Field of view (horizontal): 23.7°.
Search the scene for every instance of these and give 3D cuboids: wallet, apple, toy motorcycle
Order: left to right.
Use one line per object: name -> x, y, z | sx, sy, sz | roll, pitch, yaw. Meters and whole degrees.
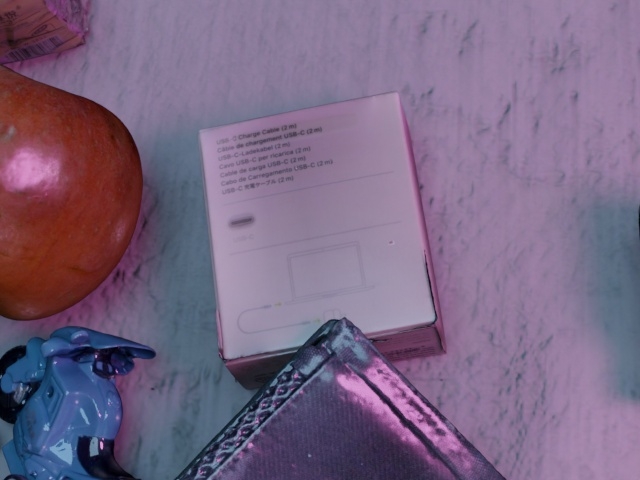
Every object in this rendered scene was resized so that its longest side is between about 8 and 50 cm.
apple -> -0.299, -0.045, 1.462 | 0.253, 0.253, 0.253 | -4, 68, 10
toy motorcycle -> -0.215, 0.189, 1.430 | 0.182, 0.123, 0.272 | -37, 62, 20
wallet -> -0.021, 0.265, 1.342 | 0.237, 0.075, 0.342 | 45, 84, -3

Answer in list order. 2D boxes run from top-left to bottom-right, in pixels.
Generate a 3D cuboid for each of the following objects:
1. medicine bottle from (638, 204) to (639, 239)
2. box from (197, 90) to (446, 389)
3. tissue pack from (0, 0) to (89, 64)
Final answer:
medicine bottle -> 0.324, 0.052, 1.362 | 0.069, 0.119, 0.183 | -4, 70, 7
box -> 0.000, 0.000, 1.459 | 0.203, 0.106, 0.252 | -12, 68, 8
tissue pack -> -0.390, -0.249, 1.589 | 0.256, 0.215, 0.123 | -11, 77, 8
